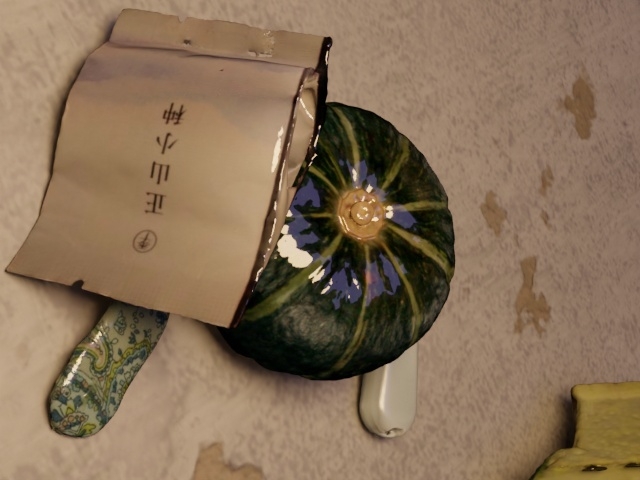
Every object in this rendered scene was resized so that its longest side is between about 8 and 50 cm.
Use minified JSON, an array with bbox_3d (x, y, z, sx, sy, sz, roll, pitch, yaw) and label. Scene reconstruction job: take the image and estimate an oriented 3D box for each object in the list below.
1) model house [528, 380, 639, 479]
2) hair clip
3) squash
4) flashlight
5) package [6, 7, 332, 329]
[{"bbox_3d":[0.357,0.306,1.273,0.266,0.261,0.321,-57,140,-65],"label":"model house"},{"bbox_3d":[-0.156,0.058,0.940,0.066,0.036,0.229,45,52,-35],"label":"hair clip"},{"bbox_3d":[0.000,0.000,1.014,0.252,0.165,0.252,9,72,-28],"label":"squash"},{"bbox_3d":[0.071,0.096,1.144,0.093,0.047,0.200,18,70,-40],"label":"flashlight"},{"bbox_3d":[-0.112,-0.063,0.908,0.062,0.204,0.251,57,48,-63],"label":"package"}]
